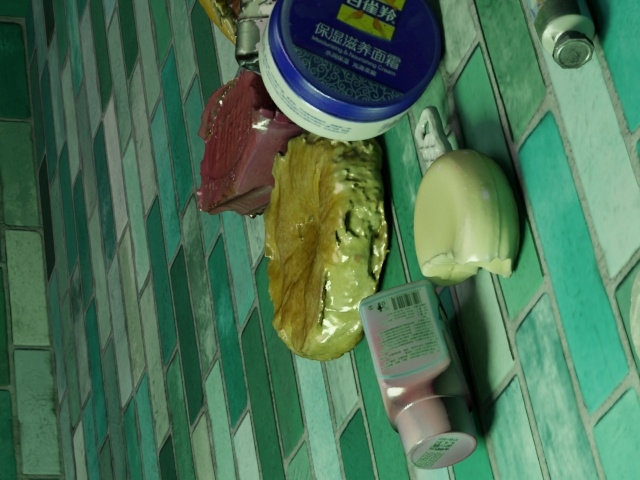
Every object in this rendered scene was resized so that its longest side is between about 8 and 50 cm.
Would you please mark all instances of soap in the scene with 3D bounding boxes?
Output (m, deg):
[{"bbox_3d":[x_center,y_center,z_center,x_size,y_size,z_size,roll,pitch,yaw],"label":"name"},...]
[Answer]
[{"bbox_3d":[-0.090,-0.145,2.548,0.289,0.112,0.182,155,113,-66],"label":"soap"}]

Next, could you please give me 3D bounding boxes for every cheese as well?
[{"bbox_3d":[0.153,-0.062,1.935,0.163,0.070,0.249,128,141,-57],"label":"cheese"}]

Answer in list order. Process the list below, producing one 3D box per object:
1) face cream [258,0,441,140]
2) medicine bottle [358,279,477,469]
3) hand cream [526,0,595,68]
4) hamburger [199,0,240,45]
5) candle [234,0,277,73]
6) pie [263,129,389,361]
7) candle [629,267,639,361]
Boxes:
[{"bbox_3d":[0.032,-0.225,2.088,0.111,0.206,0.206,130,139,-62],"label":"face cream"},{"bbox_3d":[0.111,0.153,1.935,0.119,0.094,0.188,67,-173,-55],"label":"medicine bottle"},{"bbox_3d":[0.233,-0.270,1.792,0.256,0.055,0.088,-97,22,-43],"label":"hand cream"},{"bbox_3d":[-0.085,-0.366,2.493,0.282,0.245,0.155,-42,-29,-50],"label":"hamburger"},{"bbox_3d":[-0.007,-0.363,2.255,0.187,0.187,0.330,-173,89,-70],"label":"candle"},{"bbox_3d":[0.000,0.000,2.318,0.339,0.083,0.339,-178,90,-67],"label":"pie"},{"bbox_3d":[0.326,0.080,1.452,0.192,0.068,0.169,143,127,-69],"label":"candle"}]
